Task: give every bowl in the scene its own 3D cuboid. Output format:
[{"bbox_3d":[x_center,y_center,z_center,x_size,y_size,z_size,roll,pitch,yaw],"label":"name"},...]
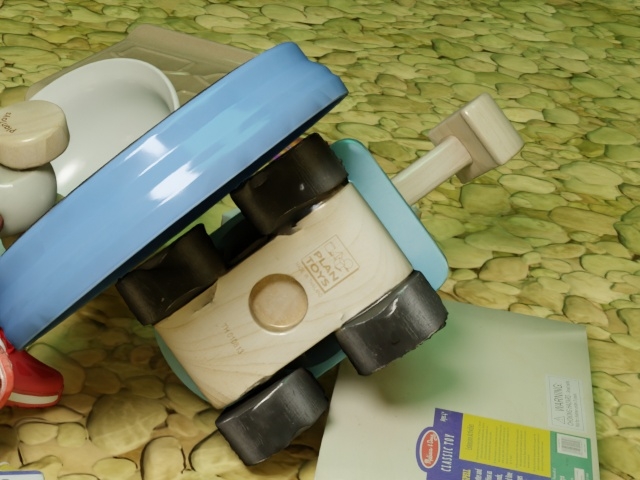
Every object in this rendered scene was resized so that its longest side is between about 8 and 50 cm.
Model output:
[{"bbox_3d":[-0.148,-0.046,1.287,0.077,0.391,0.391,51,31,-3],"label":"bowl"},{"bbox_3d":[-0.256,-0.058,1.617,0.298,0.298,0.134,37,-7,44],"label":"bowl"}]

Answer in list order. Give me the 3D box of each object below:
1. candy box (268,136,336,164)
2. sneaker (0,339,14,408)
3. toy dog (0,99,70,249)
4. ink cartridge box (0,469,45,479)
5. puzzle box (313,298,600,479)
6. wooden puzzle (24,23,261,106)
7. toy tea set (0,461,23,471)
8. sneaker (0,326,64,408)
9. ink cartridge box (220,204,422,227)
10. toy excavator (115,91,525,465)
[{"bbox_3d":[-0.016,-0.087,1.918,0.109,0.053,0.186,7,27,-7],"label":"candy box"},{"bbox_3d":[-0.310,0.119,1.158,0.145,0.090,0.270,24,4,-39],"label":"sneaker"},{"bbox_3d":[-0.411,-0.049,1.445,0.334,0.220,0.161,-11,29,26],"label":"toy dog"},{"bbox_3d":[-0.332,0.290,0.933,0.324,0.071,0.330,1,29,-17],"label":"ink cartridge box"},{"bbox_3d":[0.145,0.179,1.427,0.272,0.052,0.409,11,26,3],"label":"puzzle box"},{"bbox_3d":[-0.222,-0.208,2.078,0.322,0.080,0.348,17,31,16],"label":"wooden puzzle"},{"bbox_3d":[-0.394,0.163,1.196,0.336,0.124,0.200,29,32,34],"label":"toy tea set"},{"bbox_3d":[-0.327,0.074,1.325,0.221,0.128,0.087,24,4,-31],"label":"sneaker"},{"bbox_3d":[0.000,0.000,1.700,0.159,0.092,0.218,24,31,28],"label":"ink cartridge box"},{"bbox_3d":[0.030,-0.008,1.472,0.222,0.433,0.445,53,6,-4],"label":"toy excavator"}]
